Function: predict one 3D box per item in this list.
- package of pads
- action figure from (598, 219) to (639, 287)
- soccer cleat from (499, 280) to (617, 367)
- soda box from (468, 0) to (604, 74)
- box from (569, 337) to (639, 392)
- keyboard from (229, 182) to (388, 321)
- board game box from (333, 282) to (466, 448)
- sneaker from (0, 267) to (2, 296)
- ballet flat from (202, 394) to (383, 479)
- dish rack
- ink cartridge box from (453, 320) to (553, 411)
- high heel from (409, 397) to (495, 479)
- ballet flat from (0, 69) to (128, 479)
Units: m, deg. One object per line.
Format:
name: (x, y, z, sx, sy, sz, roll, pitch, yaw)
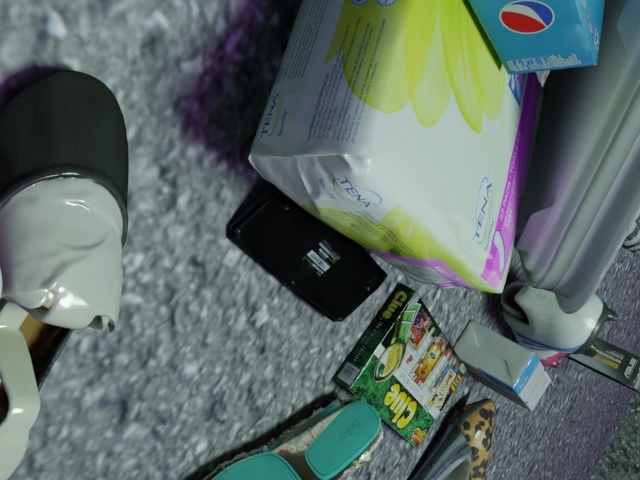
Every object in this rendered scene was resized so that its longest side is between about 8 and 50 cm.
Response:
package of pads: (0.084, -0.094, 0.498, 0.297, 0.101, 0.229, 33, 69, -52)
action figure: (0.414, -0.094, 0.865, 0.341, 0.179, 0.330, -56, 152, -4)
soccer cleat: (0.345, 0.116, 0.967, 0.116, 0.143, 0.331, -57, 166, -8)
soda box: (0.125, -0.193, 0.392, 0.210, 0.067, 0.071, 33, 66, -52)
box: (0.523, 0.219, 1.164, 0.231, 0.183, 0.056, 27, 88, -53)
keyboard: (0.000, 0.000, 0.558, 0.100, 0.038, 0.192, -42, 139, 2)
board game box: (0.112, 0.169, 0.783, 0.136, 0.030, 0.259, -52, 141, -10)
sneaker: (-0.222, 0.016, 0.216, 0.191, 0.083, 0.071, 1, 98, -20)
ballet flat: (-0.032, 0.237, 0.618, 0.241, 0.091, 0.077, -17, 154, -38)
dish rack: (0.252, -0.127, 0.590, 0.285, 0.073, 0.332, -73, 178, -61)
ink cartridge box: (0.276, 0.195, 0.925, 0.060, 0.104, 0.180, -57, 142, -9)
high heel: (0.262, 0.372, 1.018, 0.186, 0.093, 0.261, -50, 132, -6)
ballet flat: (-0.162, 0.047, 0.335, 0.095, 0.096, 0.280, 23, 93, -54)
